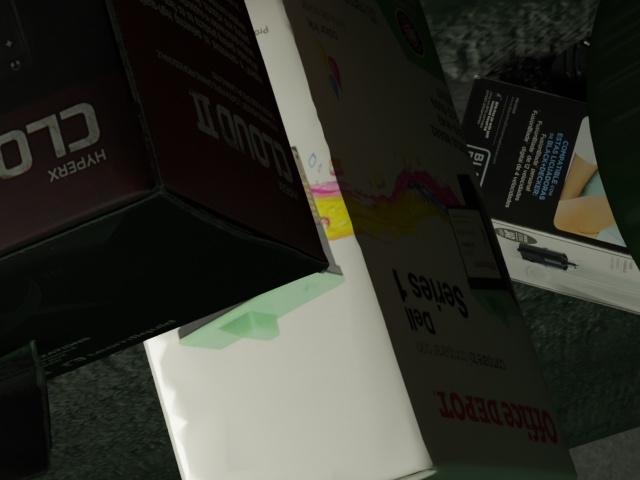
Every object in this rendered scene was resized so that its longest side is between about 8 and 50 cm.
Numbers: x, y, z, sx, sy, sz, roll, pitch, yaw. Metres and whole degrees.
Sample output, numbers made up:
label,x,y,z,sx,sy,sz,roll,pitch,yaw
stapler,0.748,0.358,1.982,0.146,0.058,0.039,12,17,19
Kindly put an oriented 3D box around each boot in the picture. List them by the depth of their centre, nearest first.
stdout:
label,x,y,z,sx,sy,sz,roll,pitch,yaw
boot,0.204,-0.104,1.225,0.121,0.045,0.099,-18,170,7

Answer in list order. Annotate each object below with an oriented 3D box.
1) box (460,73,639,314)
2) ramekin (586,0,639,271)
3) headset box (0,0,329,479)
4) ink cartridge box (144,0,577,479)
label,x,y,z,sx,sy,sz,roll,pitch,yaw
box,0.224,-0.005,1.222,0.290,0.087,0.169,16,169,12
ramekin,0.276,-0.061,0.996,0.303,0.303,0.148,-4,167,-39
headset box,-0.142,-0.067,0.517,0.218,0.293,0.110,-23,163,15
ink cartridge box,0.000,0.000,0.921,0.117,0.278,0.201,-23,164,20
